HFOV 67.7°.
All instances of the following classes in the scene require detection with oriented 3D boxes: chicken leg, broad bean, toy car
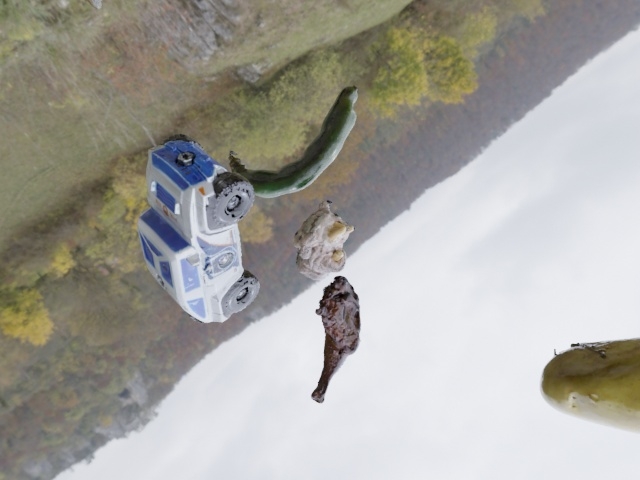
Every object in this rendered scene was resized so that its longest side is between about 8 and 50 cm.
[{"bbox_3d":[0.024,0.161,0.794,0.053,0.205,0.093,-11,166,44],"label":"chicken leg"},{"bbox_3d":[-0.042,-0.166,0.881,0.292,0.144,0.049,-26,160,17],"label":"broad bean"},{"bbox_3d":[-0.100,0.004,0.385,0.070,0.080,0.170,-31,145,-32],"label":"toy car"}]

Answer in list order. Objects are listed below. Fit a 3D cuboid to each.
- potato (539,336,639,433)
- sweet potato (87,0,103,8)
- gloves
[{"bbox_3d":[0.478,0.210,0.694,0.173,0.140,0.300,11,166,-43],"label":"potato"},{"bbox_3d":[-0.496,-0.587,0.875,0.124,0.098,0.310,-49,152,0],"label":"sweet potato"},{"bbox_3d":[-0.002,0.009,0.837,0.110,0.094,0.144,-86,-168,-53],"label":"gloves"}]
